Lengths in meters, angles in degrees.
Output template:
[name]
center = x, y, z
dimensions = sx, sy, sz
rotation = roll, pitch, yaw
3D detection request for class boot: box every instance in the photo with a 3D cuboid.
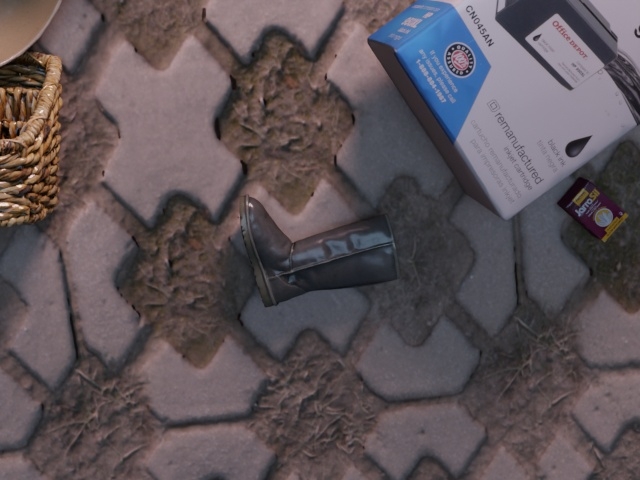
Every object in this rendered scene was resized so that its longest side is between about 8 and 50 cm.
[boot]
center = 0.000, -0.002, 1.228
dimensions = 0.208, 0.076, 0.190
rotation = -14, 115, 5

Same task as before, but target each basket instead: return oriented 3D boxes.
[basket]
center = -0.499, -0.142, 1.095
dimensions = 0.299, 0.213, 0.223
rotation = 4, 101, -5

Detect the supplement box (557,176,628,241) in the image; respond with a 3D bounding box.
[supplement box]
center = 0.403, -0.046, 1.263
dimensions = 0.083, 0.043, 0.055
rotation = 39, 97, -9

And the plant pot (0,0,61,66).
[plant pot]
center = -0.483, -0.370, 1.052
dimensions = 0.190, 0.284, 0.284
rotation = 28, 99, 27

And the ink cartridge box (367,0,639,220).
[ink cartridge box]
center = 0.310, -0.265, 1.142
dimensions = 0.394, 0.166, 0.285
rotation = -36, 109, 2
